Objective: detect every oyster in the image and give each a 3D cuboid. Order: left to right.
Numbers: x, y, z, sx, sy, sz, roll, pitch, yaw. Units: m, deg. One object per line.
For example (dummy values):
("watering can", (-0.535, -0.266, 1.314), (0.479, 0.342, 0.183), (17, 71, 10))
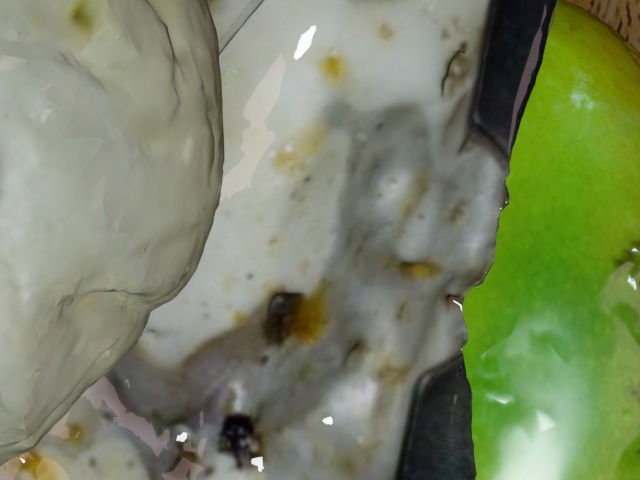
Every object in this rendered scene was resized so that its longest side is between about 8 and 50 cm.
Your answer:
("oyster", (-0.003, -0.001, 0.498), (0.078, 0.128, 0.345), (84, 26, -74))

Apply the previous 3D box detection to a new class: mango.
("mango", (0.064, 0.043, 0.558), (0.111, 0.125, 0.233), (64, 24, -70))

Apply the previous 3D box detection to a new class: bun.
("bun", (-0.100, -0.034, 0.346), (0.178, 0.128, 0.193), (-15, 124, -18))
